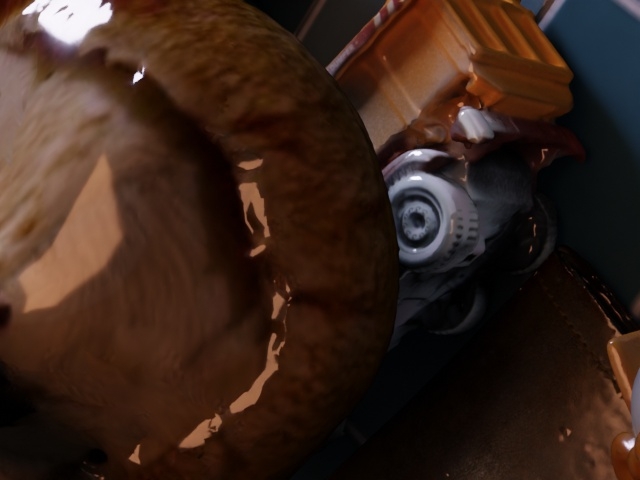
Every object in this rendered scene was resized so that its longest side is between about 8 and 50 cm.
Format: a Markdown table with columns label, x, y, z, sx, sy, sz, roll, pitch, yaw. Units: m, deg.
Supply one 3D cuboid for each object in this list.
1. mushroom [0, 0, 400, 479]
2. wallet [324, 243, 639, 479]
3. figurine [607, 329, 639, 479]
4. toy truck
| label | x | y | z | sx | sy | sz | roll | pitch | yaw |
| --- | --- | --- | --- | --- | --- | --- | --- | --- | --- |
| mushroom | -0.103 | 0.005 | 0.564 | 0.267 | 0.254 | 0.267 | -4 | 72 | 12 |
| wallet | 0.064 | 0.134 | 0.653 | 0.255 | 0.031 | 0.137 | -47 | 59 | 27 |
| figurine | 0.175 | 0.087 | 0.499 | 0.143 | 0.143 | 0.271 | -11 | 77 | 39 |
| toy truck | 0.000 | 0.000 | 0.668 | 0.270 | 0.114 | 0.135 | -44 | 63 | 27 |
